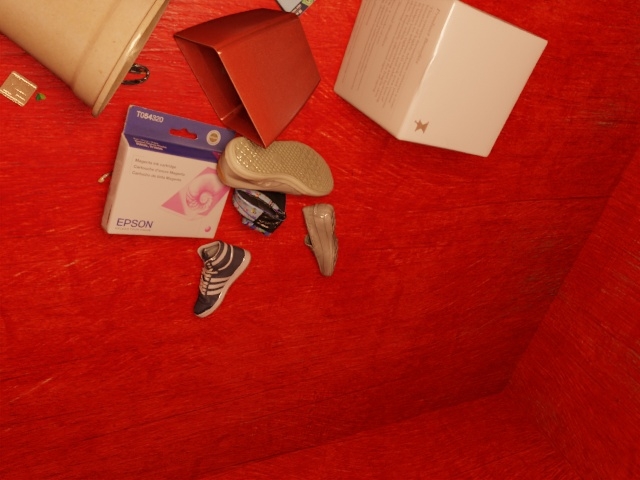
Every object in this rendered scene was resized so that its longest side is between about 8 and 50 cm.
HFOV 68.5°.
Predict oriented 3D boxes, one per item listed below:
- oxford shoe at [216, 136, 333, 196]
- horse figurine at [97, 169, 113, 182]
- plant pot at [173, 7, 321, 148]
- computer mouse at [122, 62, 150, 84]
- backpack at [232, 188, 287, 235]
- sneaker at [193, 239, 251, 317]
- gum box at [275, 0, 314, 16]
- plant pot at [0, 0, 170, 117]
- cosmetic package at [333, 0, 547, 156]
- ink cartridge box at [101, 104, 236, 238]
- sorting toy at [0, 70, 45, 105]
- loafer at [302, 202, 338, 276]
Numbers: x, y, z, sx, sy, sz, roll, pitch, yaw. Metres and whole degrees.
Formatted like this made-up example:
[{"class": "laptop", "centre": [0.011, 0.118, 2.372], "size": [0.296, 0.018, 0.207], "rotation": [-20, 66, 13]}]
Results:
[{"class": "oxford shoe", "centre": [-0.126, -0.209, 1.405], "size": [0.130, 0.169, 0.450], "rotation": [-23, 165, 38]}, {"class": "horse figurine", "centre": [-0.481, -0.155, 1.322], "size": [0.174, 0.066, 0.263], "rotation": [-39, 132, 4]}, {"class": "plant pot", "centre": [-0.161, -0.435, 1.178], "size": [0.236, 0.267, 0.267], "rotation": [-39, 133, -14]}, {"class": "computer mouse", "centre": [-0.535, -0.421, 1.126], "size": [0.242, 0.041, 0.071], "rotation": [4, 100, -36]}, {"class": "backpack", "centre": [-0.198, -0.115, 1.448], "size": [0.173, 0.158, 0.117], "rotation": [27, 127, -25]}, {"class": "sneaker", "centre": [-0.370, 0.121, 1.559], "size": [0.282, 0.099, 0.153], "rotation": [-52, 135, 5]}, {"class": "gum box", "centre": [-0.073, -0.678, 1.175], "size": [0.157, 0.041, 0.184], "rotation": [-43, 133, 6]}, {"class": "plant pot", "centre": [-0.507, -0.470, 0.934], "size": [0.306, 0.333, 0.333], "rotation": [31, 105, -26]}, {"class": "cosmetic package", "centre": [0.296, -0.471, 1.286], "size": [0.328, 0.393, 0.329], "rotation": [4, 122, -30]}, {"class": "ink cartridge box", "centre": [-0.394, -0.167, 1.286], "size": [0.324, 0.071, 0.330], "rotation": [2, 116, -46]}, {"class": "sorting toy", "centre": [-0.695, -0.348, 1.104], "size": [0.083, 0.012, 0.062], "rotation": [36, 97, -37]}, {"class": "loafer", "centre": [0.000, 0.000, 1.679], "size": [0.112, 0.112, 0.319], "rotation": [4, 130, 12]}]
